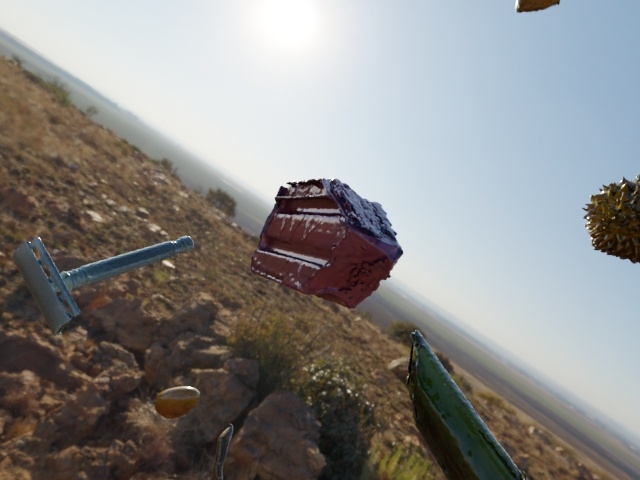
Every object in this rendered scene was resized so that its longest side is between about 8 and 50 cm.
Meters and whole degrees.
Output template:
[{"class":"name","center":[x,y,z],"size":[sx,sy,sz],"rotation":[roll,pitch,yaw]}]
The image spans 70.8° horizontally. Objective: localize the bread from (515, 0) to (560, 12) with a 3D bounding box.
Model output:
[{"class":"bread","center":[0.368,-0.431,0.759],"size":[0.070,0.083,0.076],"rotation":[5,33,25]}]

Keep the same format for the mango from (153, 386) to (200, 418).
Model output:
[{"class":"mango","center":[-0.361,0.404,1.136],"size":[0.060,0.115,0.080],"rotation":[-100,177,-53]}]

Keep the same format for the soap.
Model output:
[{"class":"soap","center":[0.000,0.000,0.616],"size":[0.099,0.162,0.250],"rotation":[30,-8,-25]}]

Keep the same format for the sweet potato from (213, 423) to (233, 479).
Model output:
[{"class":"sweet potato","center":[-0.178,0.383,0.810],"size":[0.026,0.026,0.115],"rotation":[33,33,-21]}]

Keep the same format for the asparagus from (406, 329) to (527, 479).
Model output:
[{"class":"asparagus","center":[0.245,0.352,0.847],"size":[0.108,0.128,0.381],"rotation":[10,36,-40]}]

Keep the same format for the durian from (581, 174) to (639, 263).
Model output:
[{"class":"durian","center":[0.586,-0.034,0.773],"size":[0.250,0.183,0.138],"rotation":[26,-1,32]}]

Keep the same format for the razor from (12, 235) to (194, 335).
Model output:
[{"class":"razor","center":[-0.267,0.034,0.610],"size":[0.232,0.068,0.106],"rotation":[-22,79,-55]}]
